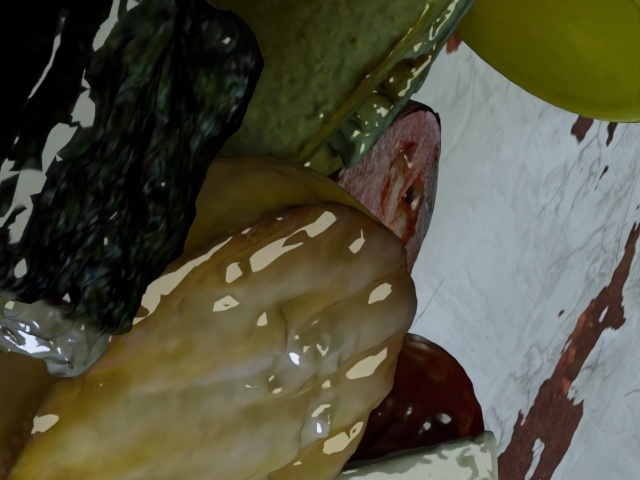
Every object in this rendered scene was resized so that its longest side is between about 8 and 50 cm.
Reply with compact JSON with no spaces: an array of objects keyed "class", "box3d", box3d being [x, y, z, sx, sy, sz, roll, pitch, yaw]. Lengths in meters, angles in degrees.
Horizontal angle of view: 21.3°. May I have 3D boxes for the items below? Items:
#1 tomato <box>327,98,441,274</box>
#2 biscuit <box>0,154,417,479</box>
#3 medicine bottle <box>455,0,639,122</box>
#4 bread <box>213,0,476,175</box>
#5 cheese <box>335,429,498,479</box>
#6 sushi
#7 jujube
[{"class":"tomato","box3d":[-0.003,0.001,1.112,0.225,0.085,0.225,-47,150,-39]},{"class":"biscuit","box3d":[-0.080,0.085,0.902,0.296,0.102,0.296,-32,144,-28]},{"class":"medicine bottle","box3d":[0.250,-0.285,1.166,0.384,0.224,0.224,-55,153,-20]},{"class":"bread","box3d":[0.025,-0.142,0.962,0.257,0.124,0.186,-56,171,-3]},{"class":"cheese","box3d":[-0.050,0.190,1.063,0.400,0.034,0.085,-9,100,-32]},{"class":"sushi","box3d":[-0.148,-0.063,0.633,0.350,0.211,0.170,51,61,-72]},{"class":"jujube","box3d":[0.019,0.182,1.224,0.250,0.174,0.174,-56,154,-8]}]
